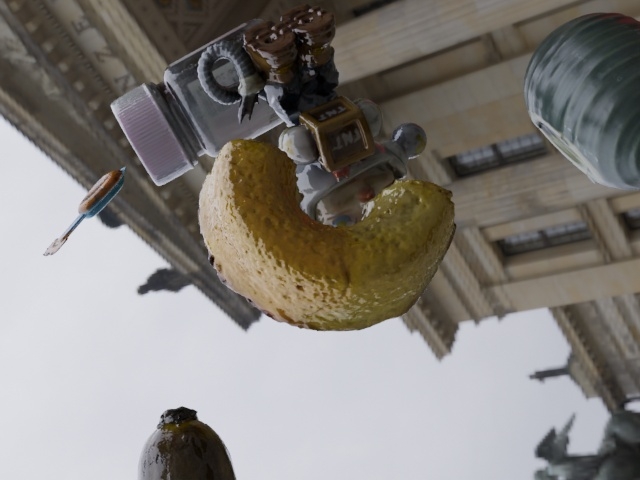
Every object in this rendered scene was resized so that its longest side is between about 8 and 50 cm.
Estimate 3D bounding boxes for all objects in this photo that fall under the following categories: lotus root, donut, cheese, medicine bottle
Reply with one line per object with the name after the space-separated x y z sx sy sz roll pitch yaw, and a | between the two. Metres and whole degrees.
-0.157 0.303 1.117 0.120 0.120 0.209 -3 -103 -55 | lotus root
0.004 0.005 0.889 0.259 0.101 0.152 12 -118 -4 | donut
-0.211 -0.027 0.847 0.017 0.047 0.111 44 -117 -19 | cheese
-0.172 -0.214 1.462 0.165 0.273 0.165 60 177 5 | medicine bottle

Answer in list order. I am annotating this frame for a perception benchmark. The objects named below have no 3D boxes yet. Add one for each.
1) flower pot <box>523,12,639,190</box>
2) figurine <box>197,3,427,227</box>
0.337 -0.159 1.083 0.189 0.157 0.243 44 -172 -39 | flower pot
0.020 -0.107 1.227 0.186 0.261 0.381 -118 9 -52 | figurine
